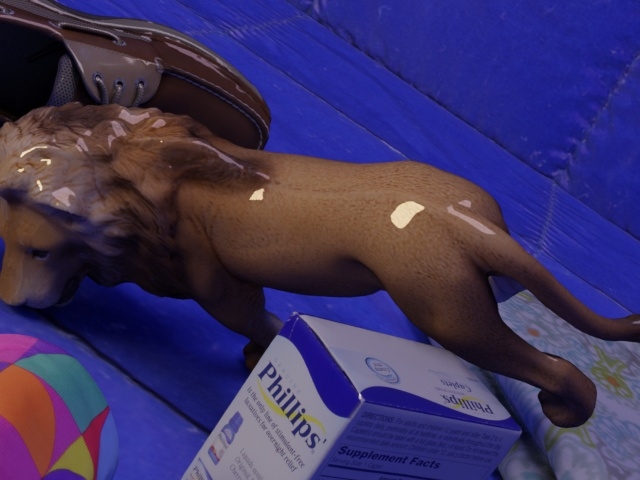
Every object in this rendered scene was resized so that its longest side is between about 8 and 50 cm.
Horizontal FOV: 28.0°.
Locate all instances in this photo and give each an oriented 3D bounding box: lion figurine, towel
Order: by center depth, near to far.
[{"bbox_3d":[0.000,0.000,0.765,0.392,0.142,0.240,-2,-31,24],"label":"lion figurine"},{"bbox_3d":[0.259,0.175,1.060,0.320,0.090,0.374,22,21,-25],"label":"towel"}]

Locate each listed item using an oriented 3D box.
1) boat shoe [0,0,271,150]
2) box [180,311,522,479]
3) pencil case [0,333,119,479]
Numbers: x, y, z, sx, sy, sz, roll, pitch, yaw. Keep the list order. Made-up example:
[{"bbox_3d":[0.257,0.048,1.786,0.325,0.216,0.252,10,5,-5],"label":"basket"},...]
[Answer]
[{"bbox_3d":[-0.196,-0.119,1.006,0.324,0.122,0.120,19,26,-17],"label":"boat shoe"},{"bbox_3d":[0.011,0.119,0.671,0.126,0.137,0.072,17,24,-43],"label":"box"},{"bbox_3d":[-0.149,0.114,0.466,0.104,0.104,0.236,33,18,-2],"label":"pencil case"}]
